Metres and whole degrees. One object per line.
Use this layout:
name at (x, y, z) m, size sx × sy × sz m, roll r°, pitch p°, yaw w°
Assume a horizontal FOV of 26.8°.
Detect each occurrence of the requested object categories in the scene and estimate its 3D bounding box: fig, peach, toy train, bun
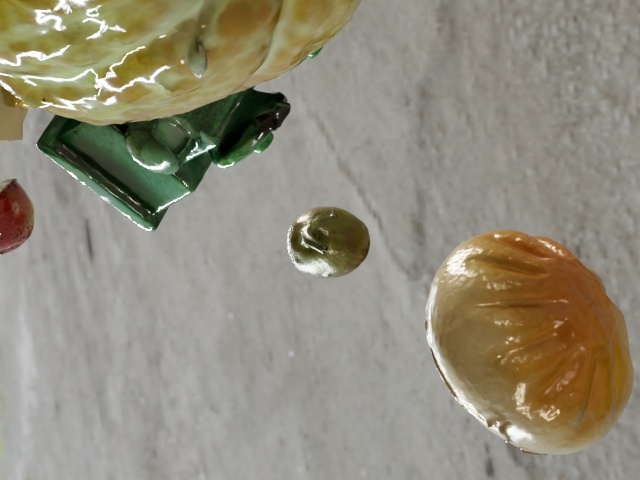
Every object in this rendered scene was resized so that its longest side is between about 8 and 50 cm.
fig at (0.000, 0.000, 1.394) m, size 0.084 × 0.098 × 0.082 m, roll 42°, pitch 100°, yaw 29°
peach at (-0.289, -0.028, 1.221) m, size 0.083 × 0.050 × 0.077 m, roll 65°, pitch -172°, yaw -60°
toy train at (-0.104, -0.154, 1.169) m, size 0.202 × 0.145 × 0.266 m, roll -22°, pitch 35°, yaw 51°
bun at (0.277, 0.112, 1.648) m, size 0.165 × 0.299 × 0.299 m, roll -44°, pitch 53°, yaw 40°

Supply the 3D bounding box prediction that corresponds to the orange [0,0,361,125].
orange at (-0.073, -0.213, 0.623) m, size 0.249 × 0.329 × 0.329 m, roll 41°, pitch 137°, yaw 40°

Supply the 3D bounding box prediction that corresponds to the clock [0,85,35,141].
clock at (-0.375, -0.257, 1.256) m, size 0.200 × 0.244 × 0.317 m, roll -94°, pitch 12°, yaw -78°
